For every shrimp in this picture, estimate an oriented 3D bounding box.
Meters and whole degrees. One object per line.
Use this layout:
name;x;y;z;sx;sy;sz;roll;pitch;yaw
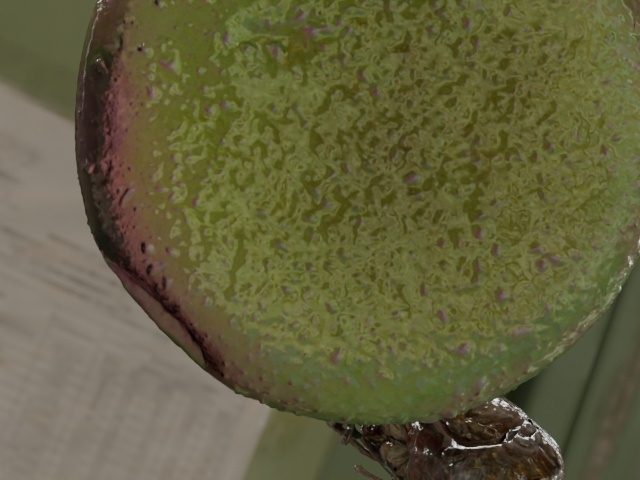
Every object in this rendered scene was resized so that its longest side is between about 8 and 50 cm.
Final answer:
shrimp;0.076;0.168;1.781;0.343;0.145;0.116;24;-42;45

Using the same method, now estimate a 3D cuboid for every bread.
bread;0.019;-0.045;0.725;0.228;0.228;0.033;22;-2;0
